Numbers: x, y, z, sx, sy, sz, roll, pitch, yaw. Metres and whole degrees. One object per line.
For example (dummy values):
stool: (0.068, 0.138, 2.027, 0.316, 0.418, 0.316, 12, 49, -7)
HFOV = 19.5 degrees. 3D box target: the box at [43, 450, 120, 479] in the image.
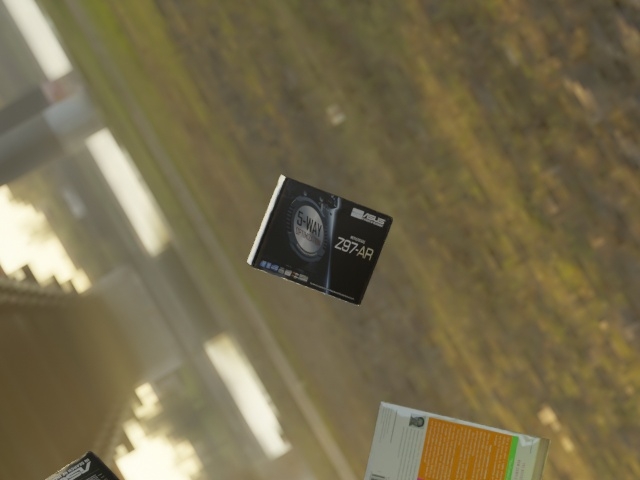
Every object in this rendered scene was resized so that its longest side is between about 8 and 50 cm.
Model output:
box: (-0.210, 0.283, 1.157, 0.242, 0.307, 0.076, 32, 149, 54)

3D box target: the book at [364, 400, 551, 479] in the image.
book: (0.108, 0.195, 1.538, 0.144, 0.096, 0.035, 11, 176, 24)

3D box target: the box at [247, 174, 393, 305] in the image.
box: (0.000, 0.000, 1.283, 0.083, 0.067, 0.018, 21, -177, -14)
